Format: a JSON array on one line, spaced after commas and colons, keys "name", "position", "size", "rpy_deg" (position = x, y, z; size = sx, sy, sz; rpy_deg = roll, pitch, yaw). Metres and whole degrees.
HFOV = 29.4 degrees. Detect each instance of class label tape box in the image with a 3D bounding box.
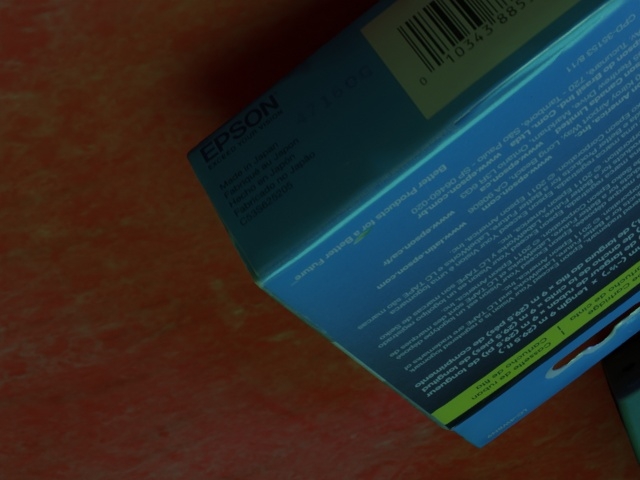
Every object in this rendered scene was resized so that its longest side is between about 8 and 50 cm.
[{"name": "label tape box", "position": [0.115, -0.019, 0.774], "size": [0.249, 0.115, 0.347], "rpy_deg": [-38, 146, 7]}]

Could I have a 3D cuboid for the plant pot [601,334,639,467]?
[{"name": "plant pot", "position": [0.335, 0.173, 0.957], "size": [0.165, 0.165, 0.234], "rpy_deg": [-33, 98, 12]}]
